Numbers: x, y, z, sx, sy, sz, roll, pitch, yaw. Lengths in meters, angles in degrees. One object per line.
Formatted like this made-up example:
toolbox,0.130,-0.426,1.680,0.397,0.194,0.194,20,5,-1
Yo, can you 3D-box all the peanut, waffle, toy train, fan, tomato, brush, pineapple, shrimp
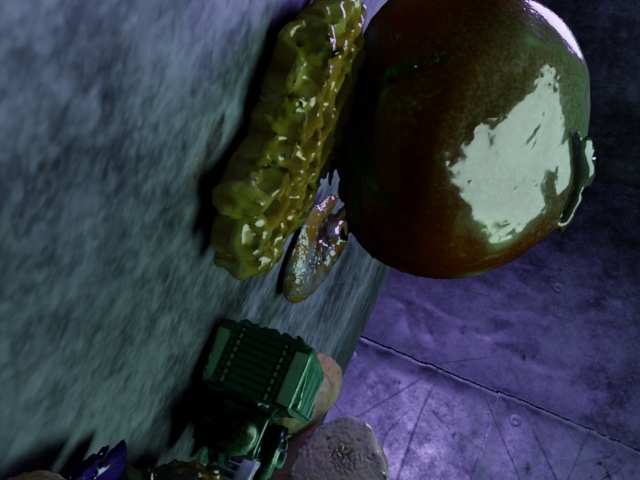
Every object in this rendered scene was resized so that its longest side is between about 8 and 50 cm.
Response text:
peanut,-0.023,0.265,1.265,0.263,0.101,0.117,-2,99,-80
waffle,-0.019,-0.095,0.615,0.249,0.056,0.253,-52,162,-67
toy train,-0.071,0.180,0.790,0.269,0.115,0.154,78,26,-73
fan,-0.122,0.356,0.992,0.244,0.074,0.130,101,13,-51
tomato,0.143,-0.109,0.761,0.303,0.239,0.303,-179,-90,-76
brush,-0.018,0.394,1.207,0.166,0.267,0.174,66,11,-69
pineapple,-0.128,0.227,0.605,0.197,0.108,0.108,74,38,-62
shrimp,0.003,0.002,0.973,0.187,0.052,0.132,-57,166,-39

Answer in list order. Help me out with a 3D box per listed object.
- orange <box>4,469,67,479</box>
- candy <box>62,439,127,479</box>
orange,-0.133,0.178,0.312,0.156,0.157,0.134,-58,177,-47
candy,-0.184,0.261,0.445,0.145,0.070,0.275,6,101,-87
